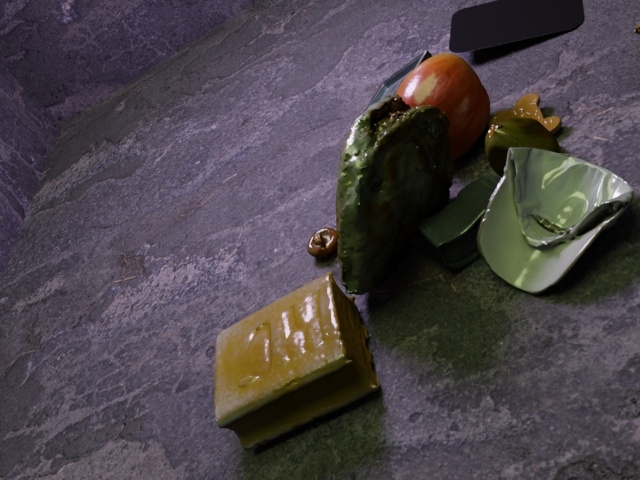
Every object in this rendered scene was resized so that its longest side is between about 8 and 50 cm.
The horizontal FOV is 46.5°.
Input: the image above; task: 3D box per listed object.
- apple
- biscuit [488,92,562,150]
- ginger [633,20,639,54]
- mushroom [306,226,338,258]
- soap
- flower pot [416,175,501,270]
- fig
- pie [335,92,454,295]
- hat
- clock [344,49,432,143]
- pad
[{"bbox_3d":[0.309,-0.336,1.869,0.241,0.242,0.242,-53,35,2],"label":"apple"},{"bbox_3d":[0.499,-0.254,1.786,0.158,0.035,0.240,-29,43,16],"label":"biscuit"},{"bbox_3d":[0.828,-0.536,1.729,0.219,0.123,0.270,-37,28,44],"label":"ginger"},{"bbox_3d":[0.003,0.011,1.903,0.088,0.073,0.129,-13,6,11],"label":"mushroom"},{"bbox_3d":[-0.060,0.258,1.625,0.335,0.156,0.293,-29,37,17],"label":"soap"},{"bbox_3d":[0.334,-0.040,1.642,0.229,0.103,0.108,-37,35,1],"label":"flower pot"},{"bbox_3d":[0.437,-0.201,1.645,0.144,0.165,0.154,-3,71,69],"label":"fig"},{"bbox_3d":[0.150,-0.102,1.656,0.180,0.395,0.418,17,56,27],"label":"pie"},{"bbox_3d":[0.470,-0.034,1.508,0.258,0.168,0.301,33,98,33],"label":"hat"},{"bbox_3d":[0.198,-0.395,2.142,0.279,0.049,0.273,-58,15,-22],"label":"clock"},{"bbox_3d":[0.560,-0.597,2.135,0.375,0.063,0.315,-7,44,23],"label":"pad"}]
